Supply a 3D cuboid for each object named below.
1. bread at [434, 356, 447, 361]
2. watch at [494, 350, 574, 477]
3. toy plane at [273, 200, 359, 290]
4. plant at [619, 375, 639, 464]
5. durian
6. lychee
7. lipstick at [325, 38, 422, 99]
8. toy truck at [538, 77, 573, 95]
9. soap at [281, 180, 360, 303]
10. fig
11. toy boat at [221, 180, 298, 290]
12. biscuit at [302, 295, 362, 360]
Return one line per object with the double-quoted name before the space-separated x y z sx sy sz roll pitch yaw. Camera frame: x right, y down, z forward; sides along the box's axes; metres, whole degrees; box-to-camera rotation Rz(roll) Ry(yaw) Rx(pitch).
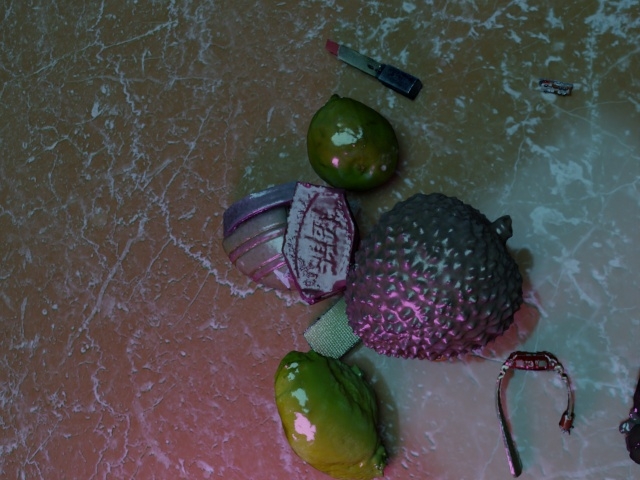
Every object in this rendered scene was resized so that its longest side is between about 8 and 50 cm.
"bread" 0.279 0.239 1.620 0.110 0.024 0.110 -5 74 19
"watch" 0.476 0.376 1.479 0.165 0.102 0.268 -13 82 19
"toy plane" -0.009 -0.007 1.717 0.273 0.107 0.181 -27 87 -13
"plant" 0.716 0.323 1.323 0.199 0.188 0.275 13 84 26
"durian" 0.011 0.407 1.584 0.204 0.340 0.255 -26 44 37
"lychee" 0.248 0.086 1.482 0.432 0.380 0.380 -41 66 20
"lipstick" 0.134 -0.472 1.823 0.312 0.051 0.051 34 94 28
"toy truck" 0.569 -0.374 1.625 0.083 0.024 0.032 16 63 24
"soap" 0.002 0.015 1.624 0.182 0.112 0.289 9 84 10
"fig" 0.059 -0.255 1.745 0.233 0.233 0.314 -58 37 3
"toy boat" -0.152 -0.006 1.815 0.276 0.111 0.293 -6 80 21
"biscuit" 0.058 0.221 1.712 0.199 0.041 0.121 -42 69 12
